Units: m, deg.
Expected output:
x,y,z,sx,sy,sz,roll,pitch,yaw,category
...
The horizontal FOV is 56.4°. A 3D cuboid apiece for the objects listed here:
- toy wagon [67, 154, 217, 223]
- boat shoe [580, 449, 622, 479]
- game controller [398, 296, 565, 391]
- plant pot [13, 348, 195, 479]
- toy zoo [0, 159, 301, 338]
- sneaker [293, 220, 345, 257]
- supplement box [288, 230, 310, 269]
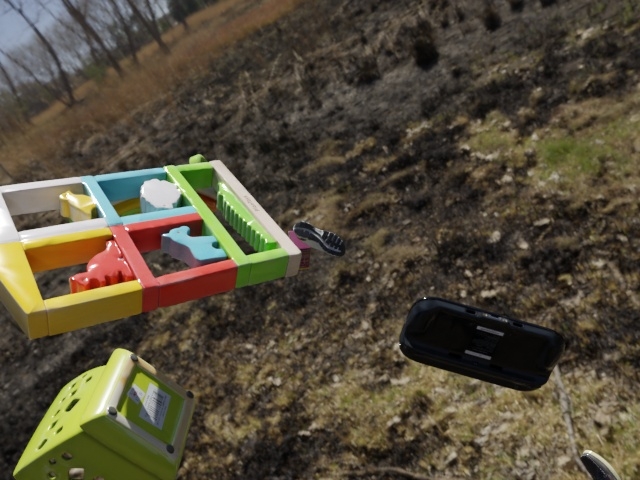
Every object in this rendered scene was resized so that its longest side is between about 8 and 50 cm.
x,y,z,sx,sy,sz,roll,pitch,yaw,category
-0.302,-0.067,1.162,0.267,0.068,0.344,-19,-10,9,toy wagon
0.570,0.489,1.181,0.049,0.056,0.152,-26,58,-20,boat shoe
0.327,0.214,1.223,0.067,0.319,0.166,-72,-2,-64,game controller
-0.366,0.351,1.091,0.207,0.227,0.228,-41,21,20,plant pot
-0.190,-0.004,0.567,0.293,0.030,0.192,-13,42,-33,toy zoo
0.000,0.000,1.131,0.040,0.109,0.043,-56,-12,-17,sneaker
-0.049,0.022,1.336,0.043,0.083,0.055,-7,55,-10,supplement box
